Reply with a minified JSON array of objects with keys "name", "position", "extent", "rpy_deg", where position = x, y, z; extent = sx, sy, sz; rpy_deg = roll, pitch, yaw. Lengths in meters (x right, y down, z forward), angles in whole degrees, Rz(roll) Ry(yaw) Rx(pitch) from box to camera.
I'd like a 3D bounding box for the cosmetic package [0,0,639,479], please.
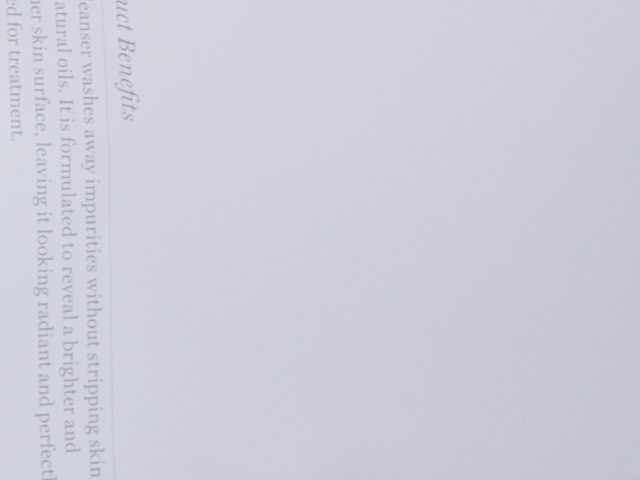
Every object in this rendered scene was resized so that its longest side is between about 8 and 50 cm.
[{"name":"cosmetic package","position":[0.000,0.000,0.592],"extent":[0.384,0.156,0.217],"rpy_deg":[2,83,-24]}]
